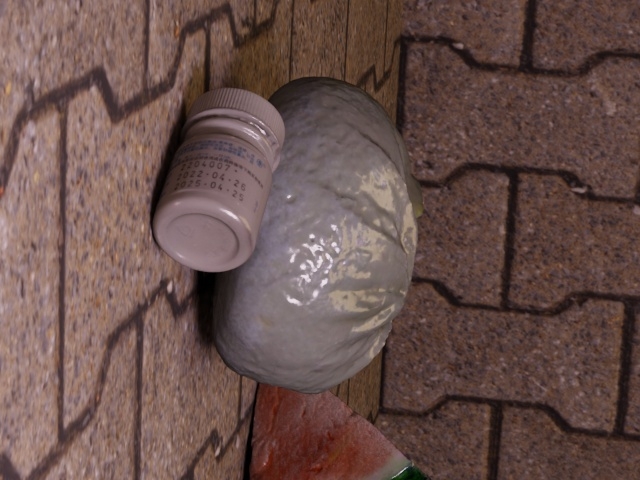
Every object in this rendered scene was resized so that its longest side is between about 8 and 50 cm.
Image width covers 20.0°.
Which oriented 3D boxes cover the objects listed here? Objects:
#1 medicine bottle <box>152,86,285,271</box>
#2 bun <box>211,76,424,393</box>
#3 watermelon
[{"bbox_3d":[-0.099,-0.059,1.775,0.105,0.105,0.168,86,13,-45],"label":"medicine bottle"},{"bbox_3d":[0.000,0.000,1.995,0.362,0.211,0.362,-164,-90,-90],"label":"bun"},{"bbox_3d":[-0.020,0.310,2.411,0.222,0.319,0.292,-48,155,-10],"label":"watermelon"}]
